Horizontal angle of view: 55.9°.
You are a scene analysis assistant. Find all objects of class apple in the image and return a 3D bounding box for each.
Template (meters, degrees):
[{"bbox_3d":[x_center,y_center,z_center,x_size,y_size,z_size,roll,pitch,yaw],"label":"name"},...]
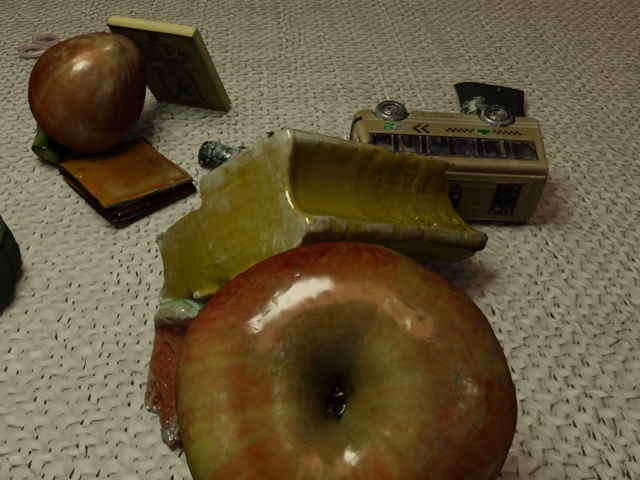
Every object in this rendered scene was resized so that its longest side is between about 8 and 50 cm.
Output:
[{"bbox_3d":[0.015,0.148,0.567,0.302,0.301,0.301,0,42,0],"label":"apple"}]

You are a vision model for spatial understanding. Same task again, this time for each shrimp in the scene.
[{"bbox_3d":[-0.146,-0.118,0.982,0.174,0.076,0.082,29,72,29],"label":"shrimp"}]

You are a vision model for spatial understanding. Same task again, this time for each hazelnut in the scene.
[{"bbox_3d":[-0.378,-0.251,0.994,0.176,0.214,0.214,28,38,-21],"label":"hazelnut"}]

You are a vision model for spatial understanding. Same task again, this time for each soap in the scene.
[{"bbox_3d":[0.000,0.000,0.802,0.339,0.304,0.169,3,70,-43],"label":"soap"}]

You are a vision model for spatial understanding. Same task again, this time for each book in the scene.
[{"bbox_3d":[-0.263,-0.312,1.090,0.161,0.231,0.026,11,72,11],"label":"book"}]

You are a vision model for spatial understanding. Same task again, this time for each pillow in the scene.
[{"bbox_3d":[0.321,-0.232,1.116,0.141,0.055,0.208,8,43,0],"label":"pillow"}]

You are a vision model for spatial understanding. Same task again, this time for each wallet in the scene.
[{"bbox_3d":[-0.319,-0.103,0.989,0.161,0.042,0.195,-26,44,-35],"label":"wallet"}]

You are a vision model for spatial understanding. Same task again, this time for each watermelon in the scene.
[{"bbox_3d":[-0.152,0.147,0.711,0.098,0.121,0.158,3,85,26],"label":"watermelon"}]

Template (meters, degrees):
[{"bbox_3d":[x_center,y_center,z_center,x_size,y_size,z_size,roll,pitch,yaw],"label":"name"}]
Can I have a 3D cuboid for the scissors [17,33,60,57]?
[{"bbox_3d":[-0.580,-0.430,1.361,0.212,0.021,0.110,13,46,16],"label":"scissors"}]

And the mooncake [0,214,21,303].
[{"bbox_3d":[-0.486,0.029,0.794,0.169,0.104,0.175,7,45,3],"label":"mooncake"}]

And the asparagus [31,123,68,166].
[{"bbox_3d":[-0.467,-0.225,1.110,0.067,0.060,0.277,16,41,-11],"label":"asparagus"}]

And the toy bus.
[{"bbox_3d":[0.187,-0.113,0.929,0.290,0.139,0.157,4,47,-1],"label":"toy bus"}]
